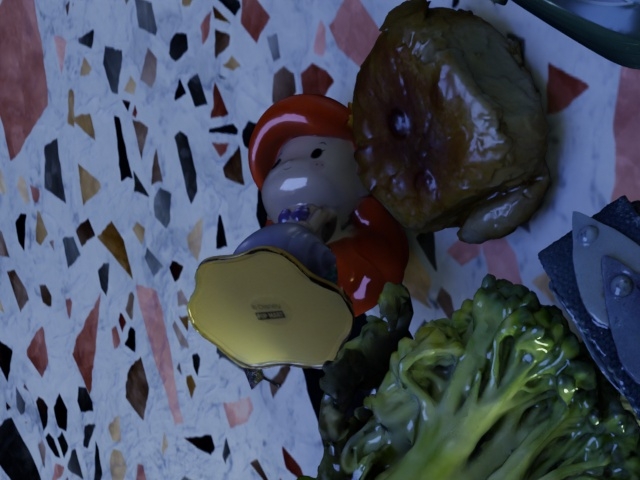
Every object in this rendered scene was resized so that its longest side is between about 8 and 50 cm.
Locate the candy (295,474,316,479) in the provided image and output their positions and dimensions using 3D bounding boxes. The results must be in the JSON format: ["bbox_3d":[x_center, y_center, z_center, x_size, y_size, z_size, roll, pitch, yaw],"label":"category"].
[{"bbox_3d":[0.053,0.333,1.760,0.246,0.069,0.149,6,98,60],"label":"candy"}]

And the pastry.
[{"bbox_3d":[0.114,-0.106,1.534,0.218,0.100,0.229,-1,98,55],"label":"pastry"}]

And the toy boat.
[{"bbox_3d":[0.212,-0.221,1.352,0.296,0.114,0.122,37,107,44],"label":"toy boat"}]

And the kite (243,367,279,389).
[{"bbox_3d":[-0.070,0.149,1.949,0.078,0.002,0.044,-11,89,57],"label":"kite"}]

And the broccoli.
[{"bbox_3d":[0.137,0.197,1.468,0.334,0.272,0.324,-28,56,51],"label":"broccoli"}]

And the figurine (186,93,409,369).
[{"bbox_3d":[-0.009,-0.001,1.649,0.208,0.257,0.181,33,135,-7],"label":"figurine"}]

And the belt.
[{"bbox_3d":[0.273,0.066,1.330,0.128,0.122,0.218,-36,63,9],"label":"belt"}]
